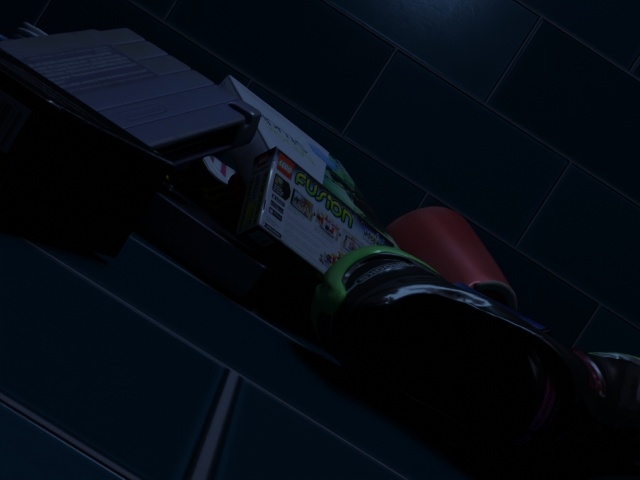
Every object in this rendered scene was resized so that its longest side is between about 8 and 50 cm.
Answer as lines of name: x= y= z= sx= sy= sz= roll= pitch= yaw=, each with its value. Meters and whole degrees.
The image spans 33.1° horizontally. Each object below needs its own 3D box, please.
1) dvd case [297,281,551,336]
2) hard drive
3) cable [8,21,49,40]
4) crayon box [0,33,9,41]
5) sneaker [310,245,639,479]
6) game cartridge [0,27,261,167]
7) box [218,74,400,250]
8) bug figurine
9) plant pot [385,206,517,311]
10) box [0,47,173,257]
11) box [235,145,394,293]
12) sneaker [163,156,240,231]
dvd case: x=0.125 y=0.101 z=1.300 sx=0.253 sy=0.022 sz=0.180 roll=-5 pitch=20 yaw=-31
hard drive: x=-0.138 y=-0.005 z=1.235 sx=0.255 sy=0.054 sz=0.172 roll=34 pitch=2 yaw=23
cable: x=-0.329 y=-0.182 z=1.464 sx=0.257 sy=0.089 sz=0.257 roll=38 pitch=-6 yaw=44
crayon box: x=-0.454 y=-0.252 z=1.905 sx=0.203 sy=0.083 sz=0.323 roll=33 pitch=2 yaw=11
sneaker: x=0.209 y=0.171 z=1.071 sx=0.483 sy=0.185 sz=0.202 roll=23 pitch=11 yaw=-6
game cartridge: x=-0.247 y=-0.147 z=1.175 sx=0.230 sy=0.068 sz=0.355 roll=30 pitch=26 yaw=18
box: x=-0.021 y=-0.078 z=1.410 sx=0.232 sy=0.058 sz=0.322 roll=35 pitch=15 yaw=-32
bug figurine: x=-0.163 y=-0.122 z=1.401 sx=0.279 sy=0.072 sz=0.216 roll=37 pitch=23 yaw=-58
plant pot: x=0.256 y=0.103 z=2.210 sx=0.275 sy=0.275 sz=0.243 roll=31 pitch=13 yaw=-39
box: x=-0.275 y=-0.104 z=0.855 sx=0.261 sy=0.103 sz=0.184 roll=33 pitch=5 yaw=22
box: x=0.000 y=0.000 z=1.202 sx=0.036 sy=0.114 sz=0.207 roll=-24 pitch=-49 yaw=37
sneaker: x=-0.154 y=-0.080 z=1.738 sx=0.295 sy=0.123 sz=0.178 roll=39 pitch=7 yaw=15
